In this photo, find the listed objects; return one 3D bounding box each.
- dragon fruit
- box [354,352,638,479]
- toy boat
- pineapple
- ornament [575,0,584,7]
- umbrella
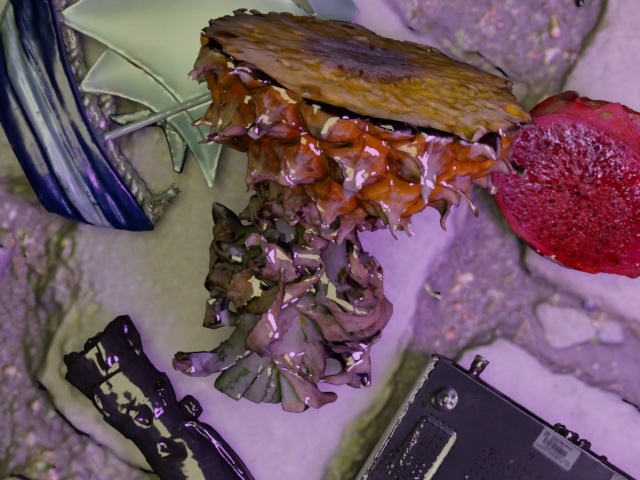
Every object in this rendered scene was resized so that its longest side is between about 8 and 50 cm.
[{"bbox_3d":[0.208,-0.061,1.120,0.153,0.153,0.111,38,47,5],"label":"dragon fruit"},{"bbox_3d":[0.145,0.223,1.078,0.270,0.045,0.210,34,93,26],"label":"box"},{"bbox_3d":[-0.116,-0.112,1.156,0.292,0.070,0.210,0,94,-2],"label":"toy boat"},{"bbox_3d":[0.000,0.000,1.074,0.263,0.262,0.271,18,111,5],"label":"pineapple"},{"bbox_3d":[0.181,-0.248,1.160,0.125,0.028,0.073,42,91,3],"label":"ornament"},{"bbox_3d":[-0.107,0.166,1.146,0.066,0.059,0.235,-39,87,24],"label":"umbrella"}]
